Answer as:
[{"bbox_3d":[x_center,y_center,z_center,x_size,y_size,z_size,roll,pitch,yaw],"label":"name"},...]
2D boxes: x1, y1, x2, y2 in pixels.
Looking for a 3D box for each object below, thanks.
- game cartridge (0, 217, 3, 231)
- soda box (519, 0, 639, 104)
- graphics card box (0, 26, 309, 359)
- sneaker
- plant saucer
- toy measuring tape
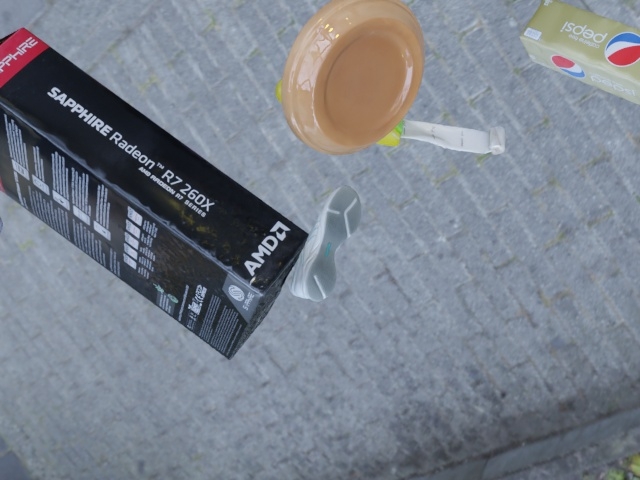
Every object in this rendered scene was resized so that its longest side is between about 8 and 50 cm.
[{"bbox_3d":[-0.511,0.080,0.834,0.068,0.355,0.230,48,131,19],"label":"game cartridge"},{"bbox_3d":[0.318,-0.206,0.930,0.181,0.061,0.058,34,90,32],"label":"soda box"},{"bbox_3d":[-0.204,-0.038,0.911,0.371,0.094,0.232,37,152,4],"label":"graphics card box"},{"bbox_3d":[0.000,0.000,1.010,0.054,0.152,0.061,34,160,-31],"label":"sneaker"},{"bbox_3d":[0.048,-0.187,0.973,0.037,0.200,0.199,42,133,43],"label":"plant saucer"},{"bbox_3d":[0.104,-0.184,1.125,0.330,0.121,0.121,9,121,-5],"label":"toy measuring tape"}]
